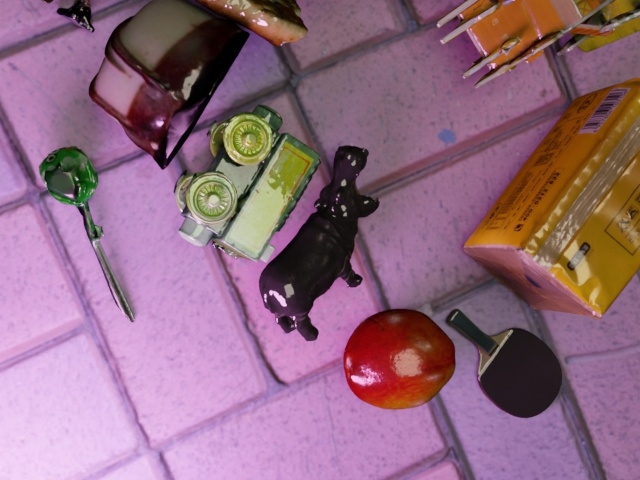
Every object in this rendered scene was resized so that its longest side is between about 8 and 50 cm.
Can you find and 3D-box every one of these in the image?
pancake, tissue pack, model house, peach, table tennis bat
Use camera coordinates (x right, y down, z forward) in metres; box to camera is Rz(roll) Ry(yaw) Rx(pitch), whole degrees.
[{"bbox_3d":[-0.204,-0.467,1.558,0.426,0.305,0.067,31,113,-11],"label":"pancake"},{"bbox_3d":[0.477,-0.069,1.689,0.228,0.293,0.382,41,82,-10],"label":"tissue pack"},{"bbox_3d":[0.385,-0.384,1.636,0.312,0.357,0.243,-37,99,-12],"label":"model house"},{"bbox_3d":[0.129,0.211,1.670,0.197,0.197,0.198,0,90,-13],"label":"peach"},{"bbox_3d":[0.347,0.225,1.801,0.274,0.021,0.154,40,82,-12],"label":"table tennis bat"}]

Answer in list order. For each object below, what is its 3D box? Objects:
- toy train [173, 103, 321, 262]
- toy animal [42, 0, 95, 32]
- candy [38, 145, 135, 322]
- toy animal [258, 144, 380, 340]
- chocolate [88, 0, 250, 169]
[{"bbox_3d":[-0.130,-0.097,1.627,0.188,0.159,0.272,33,83,-17],"label":"toy train"},{"bbox_3d":[-0.385,-0.439,1.614,0.202,0.070,0.105,-44,142,-17],"label":"toy animal"},{"bbox_3d":[-0.385,-0.005,1.619,0.097,0.097,0.324,-22,103,-12],"label":"candy"},{"bbox_3d":[0.011,0.005,1.664,0.168,0.106,0.343,47,63,-41],"label":"toy animal"},{"bbox_3d":[-0.261,-0.273,1.543,0.186,0.283,0.284,31,84,-10],"label":"chocolate"}]
